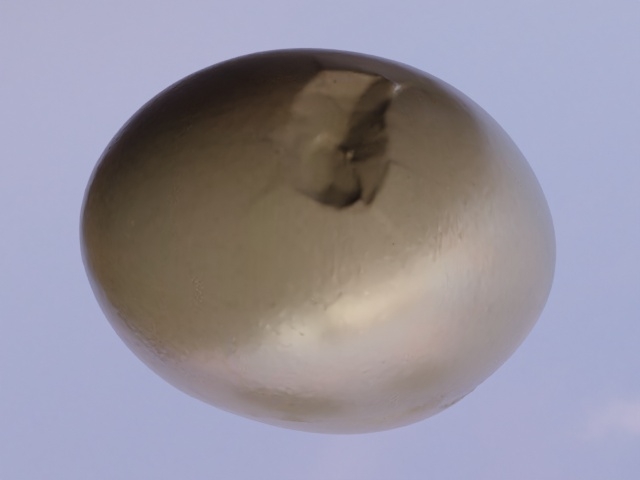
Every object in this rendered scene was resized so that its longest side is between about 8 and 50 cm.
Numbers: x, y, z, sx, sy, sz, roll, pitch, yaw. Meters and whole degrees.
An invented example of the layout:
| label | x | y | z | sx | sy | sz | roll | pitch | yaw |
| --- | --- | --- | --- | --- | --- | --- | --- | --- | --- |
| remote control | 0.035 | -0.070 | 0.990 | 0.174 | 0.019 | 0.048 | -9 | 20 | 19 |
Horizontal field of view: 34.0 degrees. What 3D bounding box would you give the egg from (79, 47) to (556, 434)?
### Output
| label | x | y | z | sx | sy | sz | roll | pitch | yaw |
| --- | --- | --- | --- | --- | --- | --- | --- | --- | --- |
| egg | 0.000 | 0.000 | 0.595 | 0.269 | 0.219 | 0.219 | -1 | -143 | -1 |
